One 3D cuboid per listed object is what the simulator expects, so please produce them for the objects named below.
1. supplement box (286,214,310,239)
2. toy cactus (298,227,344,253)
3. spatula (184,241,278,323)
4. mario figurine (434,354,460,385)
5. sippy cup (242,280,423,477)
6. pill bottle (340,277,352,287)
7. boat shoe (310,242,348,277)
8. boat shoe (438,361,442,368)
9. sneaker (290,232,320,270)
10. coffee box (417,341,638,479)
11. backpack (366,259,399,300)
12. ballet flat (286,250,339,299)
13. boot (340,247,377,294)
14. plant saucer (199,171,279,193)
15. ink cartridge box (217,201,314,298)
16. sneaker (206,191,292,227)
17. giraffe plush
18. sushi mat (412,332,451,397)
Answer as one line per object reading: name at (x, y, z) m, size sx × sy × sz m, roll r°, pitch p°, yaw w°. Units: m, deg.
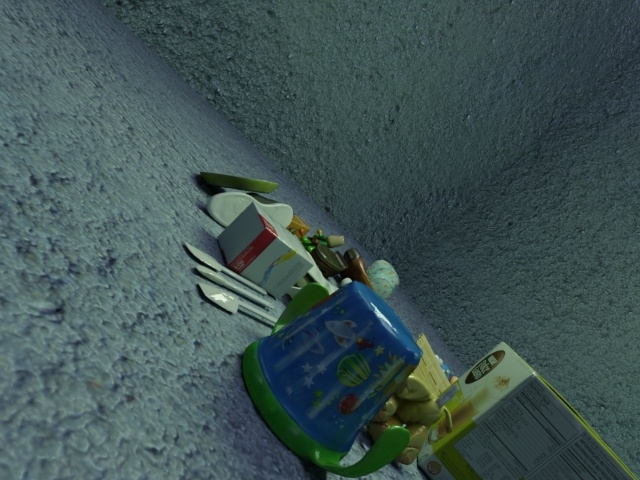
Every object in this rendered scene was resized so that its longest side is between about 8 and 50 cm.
supplement box at (-0.119, -0.058, 1.712) m, size 0.080 × 0.078 × 0.233 m, roll 48°, pitch 7°, yaw 14°
toy cactus at (0.000, 0.000, 1.721) m, size 0.219 × 0.180 × 0.112 m, roll -21°, pitch 104°, yaw -83°
spatula at (-0.165, 0.103, 0.903) m, size 0.242 × 0.019 × 0.168 m, roll 40°, pitch 5°, yaw -45°
mario figurine at (0.505, 0.522, 1.755) m, size 0.197 × 0.170 × 0.320 m, roll -12°, pitch 42°, yaw -40°
sippy cup at (0.033, 0.194, 0.727) m, size 0.305 × 0.224 × 0.240 m, roll 50°, pitch 9°, yaw 18°
pill bottle at (0.124, 0.201, 1.749) m, size 0.065 × 0.065 × 0.116 m, roll 39°, pitch 12°, yaw -43°
boat shoe at (0.018, 0.092, 1.618) m, size 0.111 × 0.104 × 0.307 m, roll 59°, pitch 10°, yaw 19°
boat shoe at (0.297, 0.391, 1.474) m, size 0.355 × 0.130 × 0.132 m, roll 37°, pitch 12°, yaw -50°
sneaker at (-0.058, 0.074, 1.401) m, size 0.106 × 0.078 × 0.234 m, roll 42°, pitch 12°, yaw -46°
coffee box at (0.474, 0.506, 1.095) m, size 0.338 × 0.334 × 0.337 m, roll 48°, pitch 8°, yaw 8°
backpack at (0.281, 0.196, 2.150) m, size 0.166 × 0.188 × 0.144 m, roll 45°, pitch 8°, yaw -19°
ballet flat at (-0.023, 0.149, 1.108) m, size 0.139 × 0.139 × 0.400 m, roll 39°, pitch 7°, yaw -43°
boot at (0.178, 0.204, 1.855) m, size 0.264 × 0.096 × 0.281 m, roll 103°, pitch -33°, yaw -57°
plant saucer at (-0.247, -0.173, 1.365) m, size 0.240 × 0.037 × 0.241 m, roll 8°, pitch 5°, yaw -1°
ink cartridge box at (-0.128, 0.026, 1.057) m, size 0.176 × 0.127 × 0.128 m, roll 40°, pitch 9°, yaw -38°
sneaker at (-0.228, -0.088, 1.273) m, size 0.146 × 0.105 × 0.295 m, roll 18°, pitch 9°, yaw 37°
giraffe plush at (0.166, 0.343, 0.970) m, size 0.170 × 0.210 × 0.182 m, roll 4°, pitch -70°, yaw 66°
sushi mat at (0.359, 0.455, 1.373) m, size 0.151 × 0.019 × 0.317 m, roll -35°, pitch 98°, yaw -50°
